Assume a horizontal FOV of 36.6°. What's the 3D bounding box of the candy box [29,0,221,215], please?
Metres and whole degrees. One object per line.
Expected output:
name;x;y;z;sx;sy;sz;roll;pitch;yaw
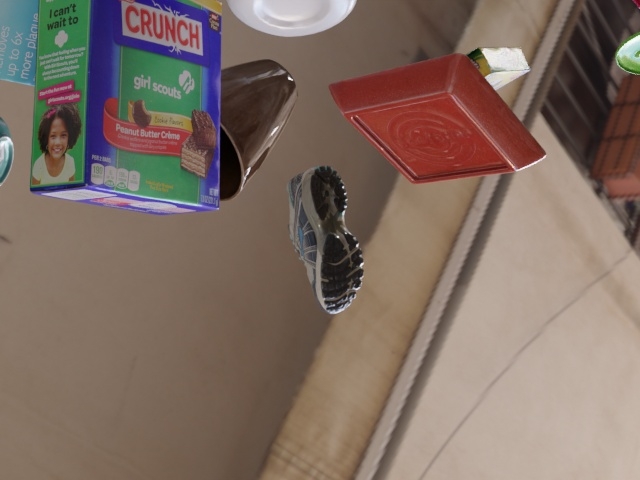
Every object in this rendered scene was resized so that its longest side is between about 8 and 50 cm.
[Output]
candy box;-0.259;-0.208;1.336;0.122;0.268;0.317;-4;-97;32

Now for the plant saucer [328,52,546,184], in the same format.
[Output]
plant saucer;0.174;-0.168;1.487;0.258;0.259;0.048;-5;-125;42

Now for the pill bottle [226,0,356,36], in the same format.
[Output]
pill bottle;-0.042;-0.460;1.340;0.181;0.181;0.323;-15;-114;32

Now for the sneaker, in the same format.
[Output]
sneaker;0.000;0.000;1.861;0.122;0.110;0.283;-4;-85;52

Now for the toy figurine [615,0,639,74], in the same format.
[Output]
toy figurine;0.498;-0.353;1.407;0.173;0.130;0.159;117;-25;-67

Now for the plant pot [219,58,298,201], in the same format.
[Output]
plant pot;-0.149;-0.220;1.715;0.215;0.215;0.230;4;-143;43

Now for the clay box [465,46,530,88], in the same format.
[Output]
clay box;0.252;-0.271;1.614;0.127;0.222;0.053;-28;-94;33

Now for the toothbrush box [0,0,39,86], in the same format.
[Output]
toothbrush box;-0.536;-0.380;1.496;0.126;0.295;0.216;-118;-136;-55

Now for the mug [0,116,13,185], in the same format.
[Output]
mug;-0.475;-0.104;1.286;0.097;0.129;0.158;15;-102;6
